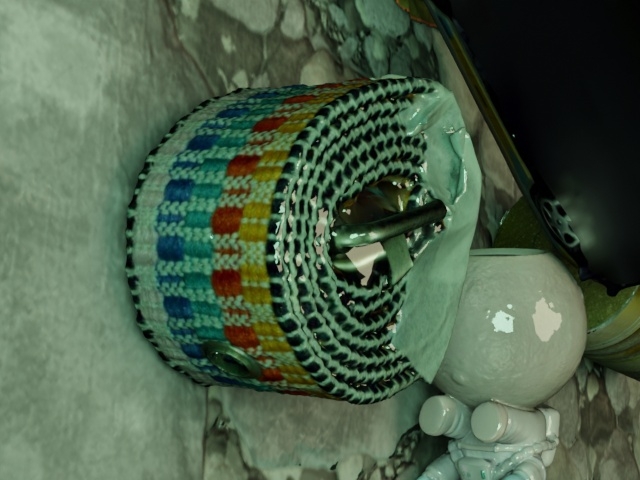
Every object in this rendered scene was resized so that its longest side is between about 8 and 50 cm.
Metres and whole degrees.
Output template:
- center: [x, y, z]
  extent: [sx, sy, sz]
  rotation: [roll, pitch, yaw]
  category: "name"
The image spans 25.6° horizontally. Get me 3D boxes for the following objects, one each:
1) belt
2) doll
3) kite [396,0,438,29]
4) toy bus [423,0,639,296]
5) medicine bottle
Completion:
- center: [0.000, 0.000, 0.911]
  extent: [0.257, 0.150, 0.207]
  rotation: [-17, 107, -56]
  category: "belt"
- center: [0.145, 0.151, 1.126]
  extent: [0.151, 0.151, 0.287]
  rotation: [-6, 94, -58]
  category: "doll"
- center: [0.108, -0.330, 1.249]
  extent: [0.377, 0.013, 0.327]
  rotation: [61, 41, -33]
  category: "kite"
- center: [0.192, -0.153, 1.117]
  extent: [0.386, 0.171, 0.162]
  rotation: [61, 3, -14]
  category: "toy bus"
- center: [0.302, 0.052, 1.370]
  extent: [0.322, 0.151, 0.151]
  rotation: [24, 65, -54]
  category: "medicine bottle"
